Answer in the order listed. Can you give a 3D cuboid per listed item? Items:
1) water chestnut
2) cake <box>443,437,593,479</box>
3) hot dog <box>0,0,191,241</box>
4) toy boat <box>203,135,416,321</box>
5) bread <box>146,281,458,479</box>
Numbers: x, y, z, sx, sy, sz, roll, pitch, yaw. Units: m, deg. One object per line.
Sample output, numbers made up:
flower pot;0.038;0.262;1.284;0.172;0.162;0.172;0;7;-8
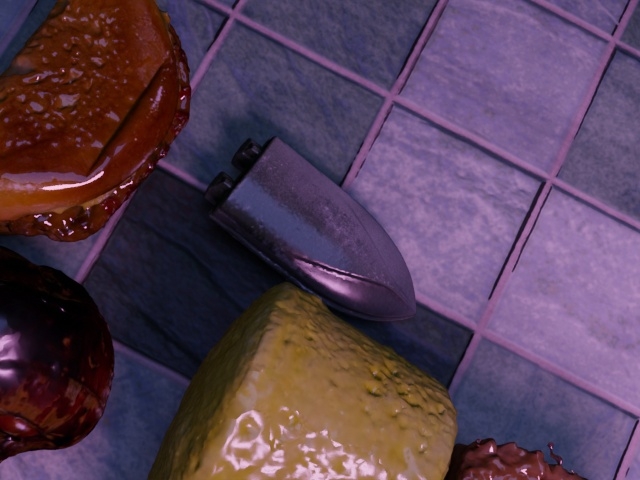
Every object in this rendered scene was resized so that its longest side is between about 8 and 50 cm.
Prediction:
water chestnut;-0.386;0.142;1.787;0.289;0.289;0.244;36;103;4
cake;0.218;0.400;1.773;0.255;0.290;0.282;21;70;-1
hot dog;-0.300;-0.157;1.932;0.223;0.185;0.405;30;69;3
toy boat;0.000;0.000;1.986;0.319;0.092;0.141;39;68;-3
bread;-0.021;0.246;1.758;0.307;0.348;0.348;25;69;-3
